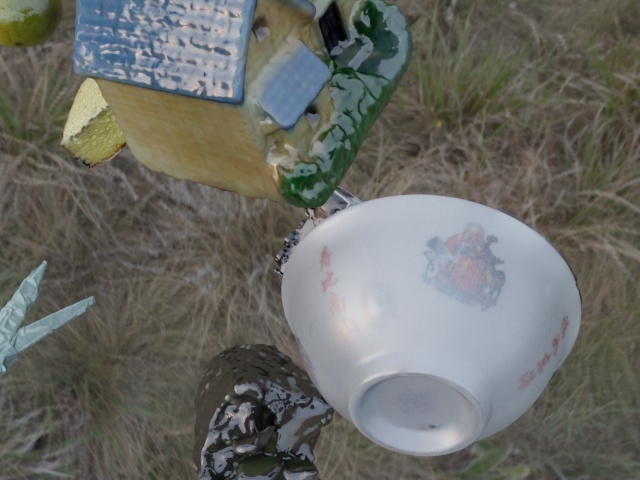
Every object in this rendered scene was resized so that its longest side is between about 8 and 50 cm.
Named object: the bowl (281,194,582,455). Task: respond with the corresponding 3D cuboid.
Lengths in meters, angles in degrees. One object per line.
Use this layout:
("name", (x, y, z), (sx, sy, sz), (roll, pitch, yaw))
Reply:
("bowl", (0.110, 0.128, 0.942), (0.345, 0.345, 0.157), (10, 41, 4))

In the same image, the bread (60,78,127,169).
("bread", (-0.421, -0.275, 1.773), (0.260, 0.129, 0.134), (-38, 54, 16))

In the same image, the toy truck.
("toy truck", (0.000, 0.000, 1.829), (0.101, 0.125, 0.242), (37, 109, 24))

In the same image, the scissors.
("scissors", (-0.457, 0.166, 1.198), (0.256, 0.029, 0.383), (42, 42, -3))

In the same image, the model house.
("model house", (-0.090, -0.302, 1.173), (0.334, 0.342, 0.382), (15, 54, 32))

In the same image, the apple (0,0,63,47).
("apple", (-0.680, -0.520, 1.945), (0.196, 0.157, 0.196), (7, 45, -7))

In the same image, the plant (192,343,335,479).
("plant", (-0.079, 0.277, 1.236), (0.199, 0.188, 0.276), (19, 19, -24))
